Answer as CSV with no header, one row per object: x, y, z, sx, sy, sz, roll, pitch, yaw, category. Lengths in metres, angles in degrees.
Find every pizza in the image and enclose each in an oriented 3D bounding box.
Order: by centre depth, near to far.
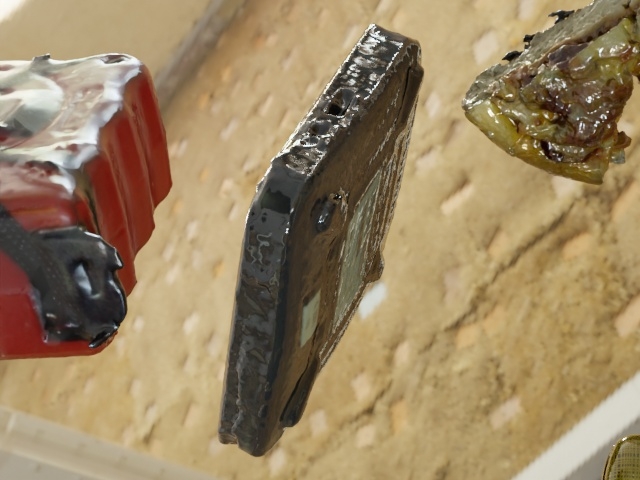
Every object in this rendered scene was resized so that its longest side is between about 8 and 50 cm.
0.223,-0.131,1.023,0.194,0.154,0.069,-55,-170,37,pizza

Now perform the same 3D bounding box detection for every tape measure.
-0.221,-0.027,0.773,0.253,0.260,0.114,-80,165,-60,tape measure

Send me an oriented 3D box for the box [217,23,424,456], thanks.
0.000,0.000,1.232,0.350,0.091,0.359,-59,164,-48,box

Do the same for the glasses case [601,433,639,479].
0.300,0.178,0.804,0.064,0.234,0.079,96,7,-58,glasses case
